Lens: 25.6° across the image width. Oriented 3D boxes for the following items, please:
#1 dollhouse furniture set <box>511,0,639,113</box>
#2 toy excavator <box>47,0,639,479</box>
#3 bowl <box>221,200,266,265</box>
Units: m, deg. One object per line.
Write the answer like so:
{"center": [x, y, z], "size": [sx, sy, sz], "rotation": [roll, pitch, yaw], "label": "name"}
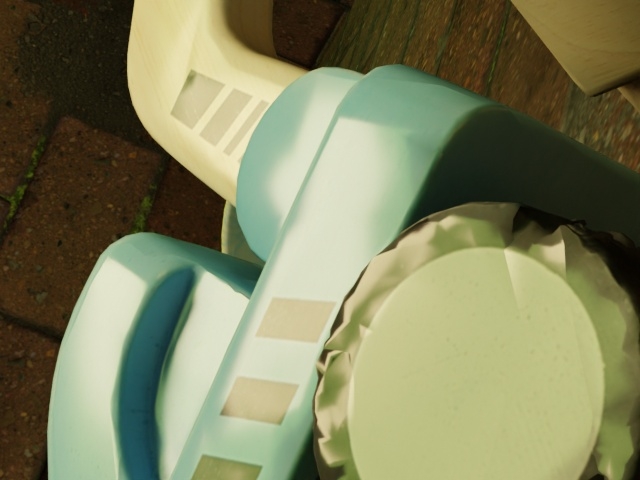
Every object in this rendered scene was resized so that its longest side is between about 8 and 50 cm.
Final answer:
{"center": [0.254, -0.161, 0.415], "size": [0.303, 0.198, 0.286], "rotation": [-21, 32, 49], "label": "dollhouse furniture set"}
{"center": [0.000, 0.000, 0.553], "size": [0.445, 0.222, 0.433], "rotation": [28, 97, 42], "label": "toy excavator"}
{"center": [0.087, 0.049, 0.773], "size": [0.156, 0.289, 0.289], "rotation": [-24, -17, -30], "label": "bowl"}
